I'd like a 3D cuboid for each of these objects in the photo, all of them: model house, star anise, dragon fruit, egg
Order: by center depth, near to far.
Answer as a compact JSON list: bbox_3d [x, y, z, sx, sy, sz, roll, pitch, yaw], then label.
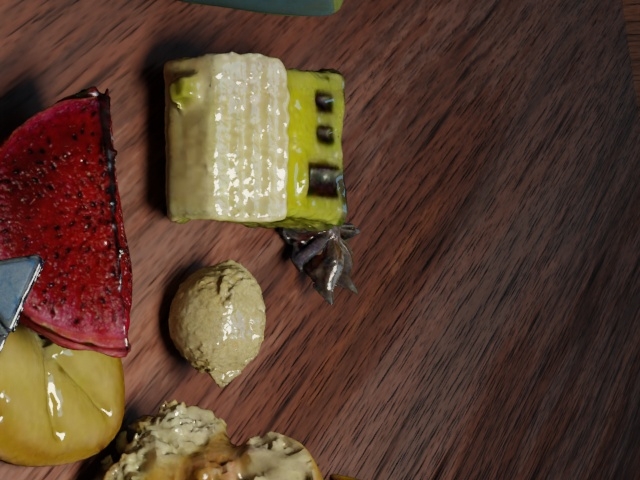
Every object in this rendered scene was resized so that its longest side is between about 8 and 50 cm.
[{"bbox_3d":[-0.247,-0.013,1.416,0.189,0.163,0.261,6,73,-34],"label":"dragon fruit"},{"bbox_3d":[-0.115,0.090,1.690,0.118,0.116,0.140,59,33,-46],"label":"egg"},{"bbox_3d":[-0.099,-0.108,1.692,0.234,0.175,0.193,0,91,-52],"label":"model house"},{"bbox_3d":[0.000,0.000,1.964,0.204,0.061,0.180,-33,107,-64],"label":"star anise"}]

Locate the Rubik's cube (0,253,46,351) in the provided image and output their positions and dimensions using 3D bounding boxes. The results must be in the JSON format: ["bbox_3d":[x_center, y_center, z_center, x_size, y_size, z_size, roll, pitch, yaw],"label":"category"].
[{"bbox_3d":[-0.353,0.101,1.194,0.190,0.178,0.211,-82,-161,-51],"label":"Rubik's cube"}]

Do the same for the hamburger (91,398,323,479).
[{"bbox_3d":[-0.130,0.412,1.510,0.445,0.268,0.287,-63,150,-32],"label":"hamburger"}]

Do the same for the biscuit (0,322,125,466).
[{"bbox_3d":[-0.283,0.142,1.448,0.299,0.045,0.154,24,70,-60],"label":"biscuit"}]

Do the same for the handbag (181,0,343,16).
[{"bbox_3d":[-0.062,-0.394,1.626,0.222,0.263,0.241,73,27,-58],"label":"handbag"}]

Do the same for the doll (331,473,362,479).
[{"bbox_3d":[0.040,0.432,1.956,0.166,0.162,0.269,46,49,-13],"label":"doll"}]
